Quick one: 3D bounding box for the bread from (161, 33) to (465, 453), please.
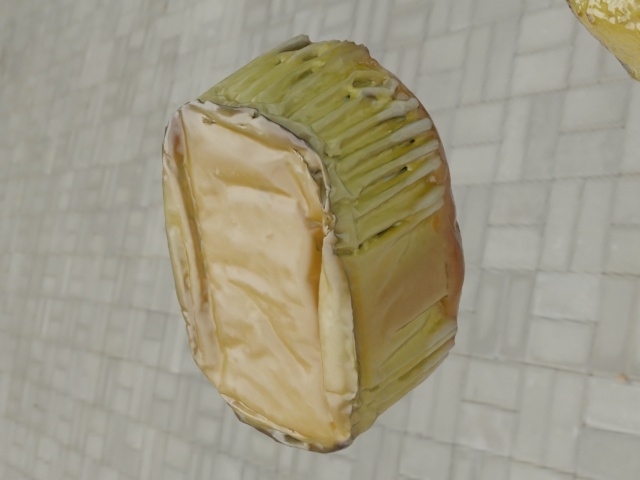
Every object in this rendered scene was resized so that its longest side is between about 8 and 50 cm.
[{"bbox_3d":[0.000,0.000,0.590,0.132,0.114,0.190,22,134,39],"label":"bread"}]

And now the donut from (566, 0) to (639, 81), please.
[{"bbox_3d":[0.219,-0.197,0.807,0.151,0.112,0.295,-51,36,24],"label":"donut"}]
